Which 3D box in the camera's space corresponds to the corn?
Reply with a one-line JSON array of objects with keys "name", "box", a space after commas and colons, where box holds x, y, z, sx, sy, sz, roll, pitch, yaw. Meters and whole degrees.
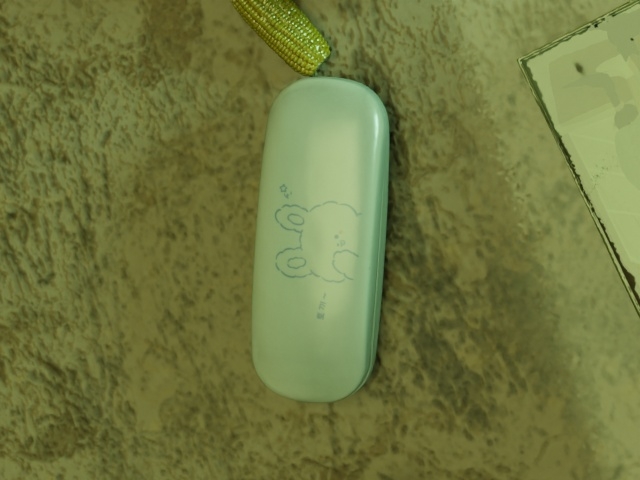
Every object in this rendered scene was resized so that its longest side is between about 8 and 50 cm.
[{"name": "corn", "box": [-0.030, -0.157, 1.399, 0.037, 0.037, 0.092, -44, 83, 18]}]

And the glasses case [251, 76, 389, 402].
[{"name": "glasses case", "box": [0.000, 0.000, 1.389, 0.092, 0.059, 0.233, 8, 97, 19]}]

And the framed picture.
[{"name": "framed picture", "box": [0.236, -0.064, 1.324, 0.136, 0.010, 0.201, -26, 85, 20]}]
